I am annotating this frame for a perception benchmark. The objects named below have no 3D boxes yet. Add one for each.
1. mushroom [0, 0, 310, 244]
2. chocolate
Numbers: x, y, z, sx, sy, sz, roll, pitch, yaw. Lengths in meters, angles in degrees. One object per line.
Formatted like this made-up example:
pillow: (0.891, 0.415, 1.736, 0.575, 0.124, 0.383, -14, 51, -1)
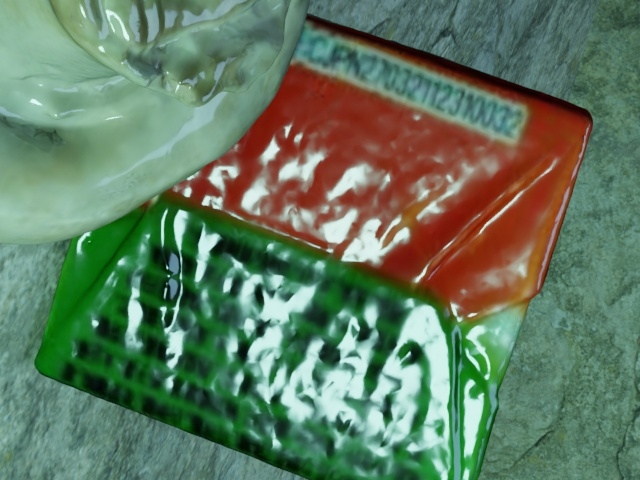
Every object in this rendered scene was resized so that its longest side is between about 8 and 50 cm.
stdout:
mushroom: (-0.133, -0.138, 0.674, 0.297, 0.290, 0.297, -5, 103, -21)
chocolate: (0.000, 0.000, 1.090, 0.161, 0.360, 0.341, -40, 149, -74)
